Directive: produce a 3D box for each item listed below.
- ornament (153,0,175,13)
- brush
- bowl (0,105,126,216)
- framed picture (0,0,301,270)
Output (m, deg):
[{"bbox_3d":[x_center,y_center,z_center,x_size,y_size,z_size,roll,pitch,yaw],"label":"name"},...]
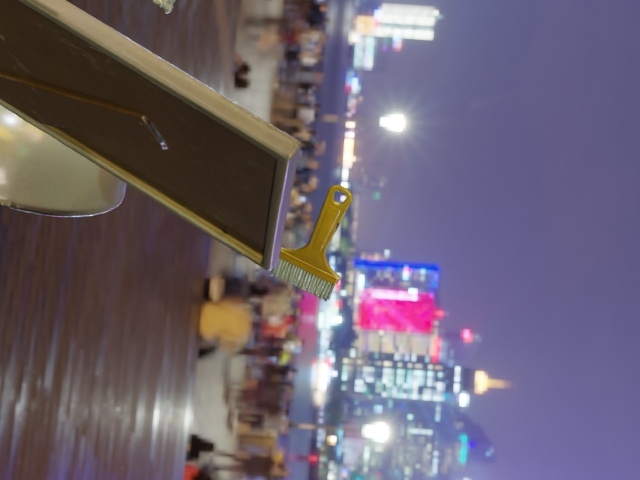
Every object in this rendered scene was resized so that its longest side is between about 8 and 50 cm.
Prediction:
[{"bbox_3d":[-0.136,-0.260,0.989,0.092,0.041,0.068,-54,-138,12],"label":"ornament"},{"bbox_3d":[0.000,0.000,1.304,0.011,0.083,0.205,-62,178,-39],"label":"brush"},{"bbox_3d":[-0.415,-0.196,1.541,0.354,0.354,0.185,-82,-164,-70],"label":"bowl"},{"bbox_3d":[-0.148,-0.093,0.818,0.016,0.289,0.213,-56,172,-22],"label":"framed picture"}]
